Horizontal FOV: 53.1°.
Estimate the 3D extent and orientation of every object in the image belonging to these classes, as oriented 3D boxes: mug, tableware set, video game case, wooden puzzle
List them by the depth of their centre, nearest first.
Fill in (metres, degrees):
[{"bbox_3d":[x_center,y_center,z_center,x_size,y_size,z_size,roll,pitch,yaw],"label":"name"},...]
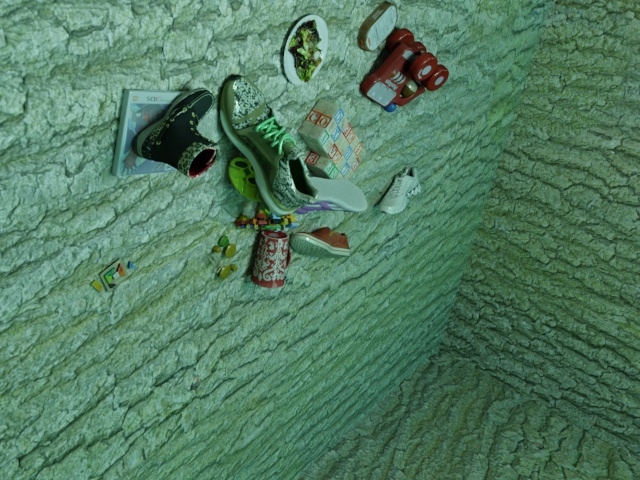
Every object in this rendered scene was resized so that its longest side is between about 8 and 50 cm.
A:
[{"bbox_3d":[-0.393,-0.251,1.497,0.183,0.023,0.201,-15,127,-54],"label":"video game case"},{"bbox_3d":[-0.515,0.089,1.603,0.116,0.014,0.078,-48,149,-25],"label":"wooden puzzle"},{"bbox_3d":[-0.290,0.056,1.943,0.104,0.024,0.154,-54,150,-22],"label":"tableware set"},{"bbox_3d":[-0.158,0.049,2.088,0.150,0.113,0.169,-72,173,-68],"label":"mug"}]

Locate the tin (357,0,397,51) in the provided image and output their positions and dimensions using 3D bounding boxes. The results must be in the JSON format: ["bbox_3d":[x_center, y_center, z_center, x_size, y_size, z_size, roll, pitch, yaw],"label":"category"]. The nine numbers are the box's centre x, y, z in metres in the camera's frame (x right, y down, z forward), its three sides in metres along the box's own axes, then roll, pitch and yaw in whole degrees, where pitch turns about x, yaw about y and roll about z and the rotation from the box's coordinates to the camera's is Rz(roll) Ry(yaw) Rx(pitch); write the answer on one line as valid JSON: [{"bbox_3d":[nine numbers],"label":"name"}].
[{"bbox_3d":[0.187,-0.689,2.066,0.189,0.040,0.106,-51,146,-20],"label":"tin"}]

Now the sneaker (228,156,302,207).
[{"bbox_3d":[-0.158,-0.171,1.876,0.296,0.123,0.109,20,107,-43],"label":"sneaker"}]

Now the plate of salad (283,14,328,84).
[{"bbox_3d":[-0.032,-0.536,1.821,0.200,0.048,0.199,-39,145,-35],"label":"plate of salad"}]

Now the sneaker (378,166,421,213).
[{"bbox_3d":[0.323,-0.207,2.658,0.292,0.110,0.118,-46,141,-43],"label":"sneaker"}]

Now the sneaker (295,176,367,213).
[{"bbox_3d":[0.012,-0.135,2.118,0.282,0.161,0.102,13,62,-36],"label":"sneaker"}]

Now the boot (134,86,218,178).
[{"bbox_3d":[-0.286,-0.244,1.467,0.236,0.179,0.085,-48,148,-25],"label":"boot"}]

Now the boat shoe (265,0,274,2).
[{"bbox_3d":[-0.109,-0.670,1.559,0.066,0.063,0.184,-30,138,-45],"label":"boat shoe"}]

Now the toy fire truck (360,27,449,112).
[{"bbox_3d":[0.287,-0.569,2.240,0.254,0.169,0.302,-44,156,18],"label":"toy fire truck"}]

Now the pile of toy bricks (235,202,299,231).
[{"bbox_3d":[-0.158,-0.089,1.972,0.212,0.118,0.105,0,77,-48],"label":"pile of toy bricks"}]

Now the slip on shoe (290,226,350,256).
[{"bbox_3d":[0.000,0.000,2.304,0.331,0.123,0.101,11,72,-56],"label":"slip on shoe"}]

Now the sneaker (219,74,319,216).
[{"bbox_3d":[-0.112,-0.255,1.695,0.158,0.182,0.410,-44,118,-35],"label":"sneaker"}]

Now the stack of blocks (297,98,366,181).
[{"bbox_3d":[0.032,-0.302,2.092,0.171,0.087,0.297,-57,152,-9],"label":"stack of blocks"}]
